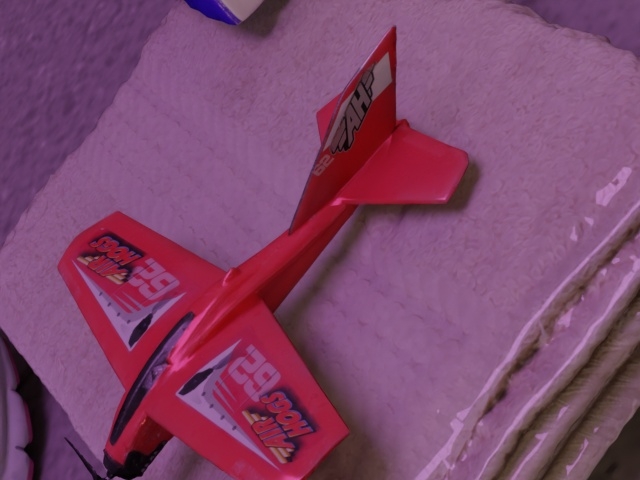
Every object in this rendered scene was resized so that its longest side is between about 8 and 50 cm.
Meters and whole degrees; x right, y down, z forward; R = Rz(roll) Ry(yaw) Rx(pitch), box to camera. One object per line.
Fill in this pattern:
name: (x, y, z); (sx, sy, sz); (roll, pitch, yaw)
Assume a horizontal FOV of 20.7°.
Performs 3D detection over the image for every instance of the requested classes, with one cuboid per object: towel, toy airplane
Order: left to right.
toy airplane: (-0.017, 0.010, 0.472); (0.151, 0.028, 0.151); (-28, 45, 32)
towel: (0.000, 0.000, 0.527); (0.187, 0.049, 0.282); (-53, 36, 3)

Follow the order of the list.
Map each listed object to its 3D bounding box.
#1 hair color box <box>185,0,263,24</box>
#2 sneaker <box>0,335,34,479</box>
hair color box: (0.011, -0.259, 0.550); (0.339, 0.185, 0.110); (-47, 35, -2)
sneaker: (-0.181, 0.113, 0.592); (0.103, 0.111, 0.252); (-16, 52, 42)
